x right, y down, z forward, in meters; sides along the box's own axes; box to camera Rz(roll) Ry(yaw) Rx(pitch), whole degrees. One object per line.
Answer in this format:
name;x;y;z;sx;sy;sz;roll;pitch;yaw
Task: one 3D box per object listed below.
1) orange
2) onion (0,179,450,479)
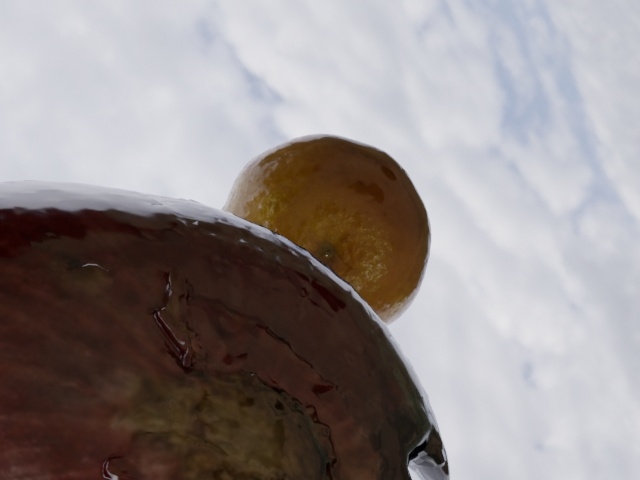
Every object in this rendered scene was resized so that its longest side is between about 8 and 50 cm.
orange;0.000;0.000;0.852;0.154;0.155;0.134;50;-178;-14
onion;-0.118;0.129;0.482;0.341;0.341;0.341;38;-146;-32
